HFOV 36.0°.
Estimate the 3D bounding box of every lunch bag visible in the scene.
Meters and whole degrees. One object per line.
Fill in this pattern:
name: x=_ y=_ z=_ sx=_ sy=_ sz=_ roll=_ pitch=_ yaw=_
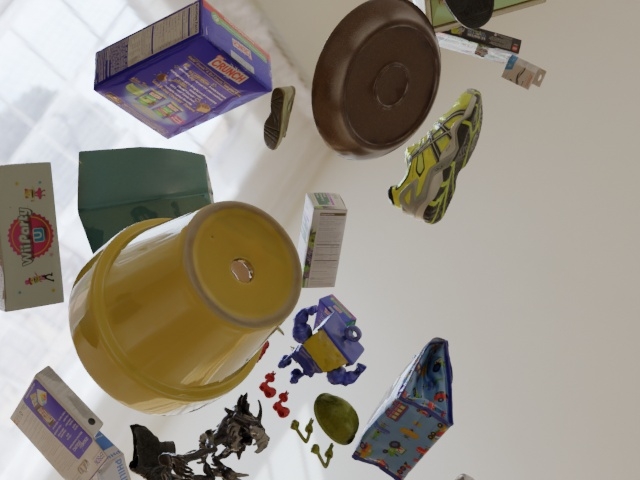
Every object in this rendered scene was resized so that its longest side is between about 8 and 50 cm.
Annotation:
lunch bag: x=0.198 y=0.356 z=2.228 sx=0.138 sy=0.221 sz=0.293 roll=29 pitch=33 yaw=-6

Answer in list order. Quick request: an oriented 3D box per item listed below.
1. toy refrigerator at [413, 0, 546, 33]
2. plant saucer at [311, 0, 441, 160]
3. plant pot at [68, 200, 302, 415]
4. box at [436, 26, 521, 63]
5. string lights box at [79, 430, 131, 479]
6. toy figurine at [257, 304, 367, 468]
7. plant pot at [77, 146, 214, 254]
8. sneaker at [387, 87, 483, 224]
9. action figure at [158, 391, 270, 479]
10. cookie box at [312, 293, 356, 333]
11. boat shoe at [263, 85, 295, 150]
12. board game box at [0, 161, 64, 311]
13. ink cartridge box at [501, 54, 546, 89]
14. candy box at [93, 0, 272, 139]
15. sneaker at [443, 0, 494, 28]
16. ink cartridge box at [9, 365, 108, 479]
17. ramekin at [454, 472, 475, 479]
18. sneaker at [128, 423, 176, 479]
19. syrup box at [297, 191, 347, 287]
toy refrigerator: x=0.334 y=-0.525 z=2.065 sx=0.094 sy=0.269 sz=0.102 roll=-112 pitch=-171 yaw=-48
plant saucer: x=0.118 y=-0.288 z=1.805 sx=0.050 sy=0.311 sz=0.310 roll=31 pitch=-10 yaw=45
plant pot: x=-0.153 y=0.071 z=1.234 sx=0.254 sy=0.254 sz=0.239 roll=38 pitch=-39 yaw=-17
box: x=0.361 y=-0.474 z=2.339 sx=0.206 sy=0.036 sz=0.114 roll=14 pitch=-5 yaw=-8
string lights box: x=-0.531 y=0.501 z=2.280 sx=0.259 sy=0.076 sz=0.133 roll=25 pitch=-46 yaw=47
toy figurine: x=0.012 y=0.265 z=2.055 sx=0.363 sy=0.217 sz=0.191 roll=53 pitch=29 yaw=-4
plant pot: x=-0.320 y=-0.074 z=1.849 sx=0.165 sy=0.234 sz=0.166 roll=84 pitch=-5 yaw=-47
sneaker: x=0.292 y=-0.230 z=2.448 sx=0.147 sy=0.385 sz=0.145 roll=19 pitch=-23 yaw=23
action figure: x=-0.172 y=0.398 z=1.851 sx=0.141 sy=0.164 sz=0.275 roll=29 pitch=33 yaw=28
cookie box: x=0.030 y=0.188 z=2.181 sx=0.092 sy=0.040 sz=0.107 roll=45 pitch=-39 yaw=32
boat shoe: x=-0.088 y=-0.269 z=2.171 sx=0.056 sy=0.048 sz=0.153 roll=35 pitch=-52 yaw=35
board game box: x=-0.519 y=-0.012 z=1.605 sx=0.097 sy=0.224 sz=0.303 roll=-7 pitch=6 yaw=-31
ink cartridge box: x=0.436 y=-0.357 z=2.111 sx=0.083 sy=0.028 sz=0.048 roll=28 pitch=-41 yaw=11
candy box: x=-0.312 y=-0.385 z=2.254 sx=0.317 sy=0.122 sz=0.268 roll=-19 pitch=-30 yaw=26
sneaker: x=0.250 y=-0.567 z=1.994 sx=0.178 sy=0.123 sz=0.296 roll=-99 pitch=163 yaw=-78
ink cartridge box: x=-0.486 y=0.363 z=1.865 sx=0.208 sy=0.045 sz=0.206 roll=48 pitch=-44 yaw=6
ramekin: x=0.253 y=0.530 z=1.740 sx=0.109 sy=0.207 sz=0.207 roll=29 pitch=-10 yaw=3
sneaker: x=-0.325 y=0.433 z=1.860 sx=0.089 sy=0.170 sz=0.051 roll=6 pitch=4 yaw=-27
syrup box: x=0.000 y=0.000 z=2.548 sx=0.096 sy=0.237 sz=0.093 roll=0 pitch=30 yaw=-15
